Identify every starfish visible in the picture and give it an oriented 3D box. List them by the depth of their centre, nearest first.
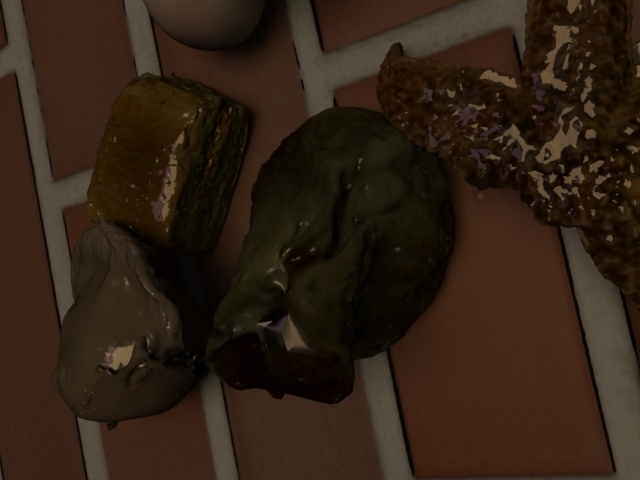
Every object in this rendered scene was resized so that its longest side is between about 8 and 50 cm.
[{"bbox_3d":[0.221,-0.101,0.421,0.398,0.132,0.383,34,103,17],"label":"starfish"}]

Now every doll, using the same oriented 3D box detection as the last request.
[{"bbox_3d":[-0.099,-0.295,0.527,0.251,0.221,0.220,30,106,49],"label":"doll"}]

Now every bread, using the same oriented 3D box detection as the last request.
[{"bbox_3d":[-0.175,-0.091,0.615,0.138,0.102,0.196,25,101,20],"label":"bread"}]

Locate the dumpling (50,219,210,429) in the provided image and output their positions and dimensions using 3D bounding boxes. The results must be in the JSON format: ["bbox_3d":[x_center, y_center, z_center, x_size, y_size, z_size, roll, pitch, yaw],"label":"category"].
[{"bbox_3d":[-0.207,0.100,0.610,0.293,0.164,0.204,-50,39,45],"label":"dumpling"}]

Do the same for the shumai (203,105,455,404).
[{"bbox_3d":[0.000,0.000,0.483,0.222,0.204,0.271,-10,84,24],"label":"shumai"}]

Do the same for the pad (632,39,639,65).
[{"bbox_3d":[0.418,-0.112,0.388,0.202,0.005,0.299,-44,74,20],"label":"pad"}]
